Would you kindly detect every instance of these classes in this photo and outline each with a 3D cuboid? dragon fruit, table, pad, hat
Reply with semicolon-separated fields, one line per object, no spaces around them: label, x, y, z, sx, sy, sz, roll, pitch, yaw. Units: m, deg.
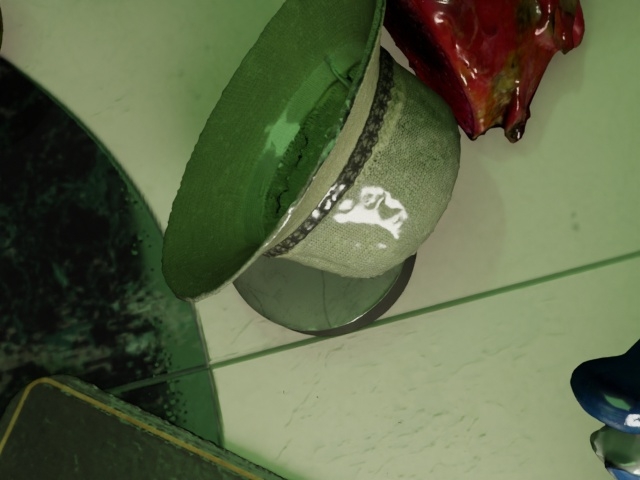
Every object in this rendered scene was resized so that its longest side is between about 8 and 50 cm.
dragon fruit;0.090;-0.194;1.313;0.163;0.189;0.261;-34;91;21
table;0.000;0.000;1.361;0.134;0.043;0.133;-2;79;12
pad;-0.090;0.232;1.330;0.375;0.063;0.315;23;86;14
hat;0.015;-0.048;1.264;0.130;0.257;0.257;29;86;-21

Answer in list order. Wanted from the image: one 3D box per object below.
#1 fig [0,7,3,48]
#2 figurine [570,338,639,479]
fig;-0.308;-0.166;1.421;0.156;0.123;0.123;40;90;27
figurine;0.274;0.141;1.185;0.283;0.338;0.204;-34;38;45
